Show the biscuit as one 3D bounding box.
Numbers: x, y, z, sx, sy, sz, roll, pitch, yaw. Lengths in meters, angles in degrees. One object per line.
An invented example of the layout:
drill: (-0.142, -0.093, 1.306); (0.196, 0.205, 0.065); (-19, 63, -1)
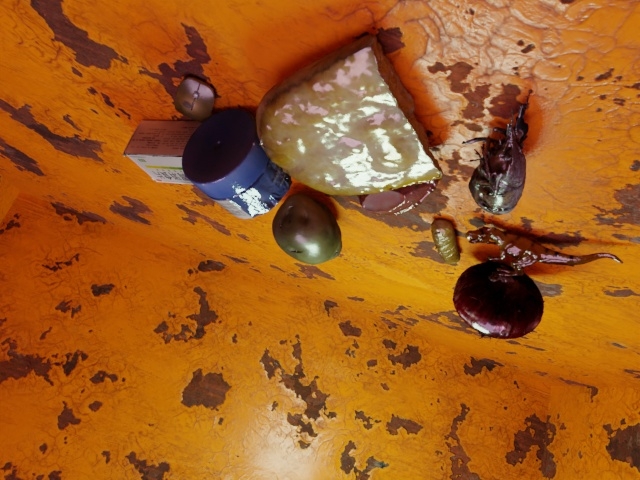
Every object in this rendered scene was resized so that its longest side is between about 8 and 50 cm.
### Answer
biscuit: (0.062, -0.253, 1.095); (0.446, 0.104, 0.429); (-12, 146, 39)

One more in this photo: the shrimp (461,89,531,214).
shrimp: (0.403, -0.182, 0.997); (0.116, 0.145, 0.343); (-22, 146, -6)

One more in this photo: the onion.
onion: (0.627, 0.194, 1.555); (0.313, 0.314, 0.232); (15, 131, 10)

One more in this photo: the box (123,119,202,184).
box: (-0.460, -0.286, 1.461); (0.332, 0.145, 0.173); (8, 156, 27)

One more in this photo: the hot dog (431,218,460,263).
hot dog: (0.444, 0.012, 1.556); (0.087, 0.061, 0.286); (-6, 152, 27)

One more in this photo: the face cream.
face cream: (-0.235, -0.214, 1.286); (0.248, 0.249, 0.225); (8, 160, 29)

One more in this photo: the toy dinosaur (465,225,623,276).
toy dinosaur: (0.665, 0.045, 1.396); (0.431, 0.097, 0.208); (11, 150, 11)

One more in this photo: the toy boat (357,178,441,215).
toy boat: (0.209, -0.139, 1.327); (0.318, 0.099, 0.141); (-10, 118, 52)

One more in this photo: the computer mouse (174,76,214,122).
computer mouse: (-0.354, -0.386, 1.249); (0.102, 0.045, 0.199); (23, 161, -18)

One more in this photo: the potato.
potato: (-0.050, -0.033, 1.642); (0.243, 0.221, 0.326); (10, 163, 18)
